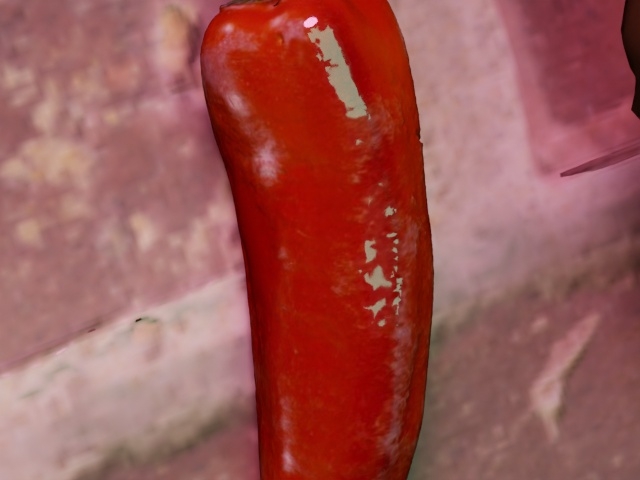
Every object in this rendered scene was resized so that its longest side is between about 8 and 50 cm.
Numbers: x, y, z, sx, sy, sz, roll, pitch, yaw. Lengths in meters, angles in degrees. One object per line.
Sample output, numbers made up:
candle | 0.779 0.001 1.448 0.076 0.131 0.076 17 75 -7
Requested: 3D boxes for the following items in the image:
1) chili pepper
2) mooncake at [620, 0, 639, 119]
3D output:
chili pepper | 0.000 0.000 0.616 0.063 0.071 0.272 -23 111 -58
mooncake | 0.259 -0.074 0.566 0.324 0.324 0.187 -13 55 -20
